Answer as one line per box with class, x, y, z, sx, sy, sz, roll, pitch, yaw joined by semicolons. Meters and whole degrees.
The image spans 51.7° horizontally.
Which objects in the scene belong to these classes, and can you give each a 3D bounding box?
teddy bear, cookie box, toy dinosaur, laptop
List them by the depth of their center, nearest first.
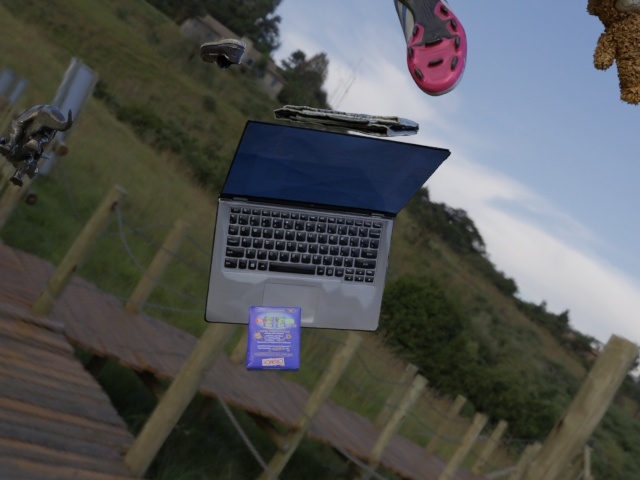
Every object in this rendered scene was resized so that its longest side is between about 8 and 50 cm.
cookie box;-0.080;0.170;1.139;0.091;0.107;0.040;2;-21;-1
laptop;0.000;0.000;1.270;0.381;0.408;0.236;6;7;-17
toy dinosaur;-0.596;-0.216;1.352;0.121;0.313;0.160;30;46;-23
teddy bear;0.833;-0.526;1.735;0.245;0.338;0.113;-3;9;22

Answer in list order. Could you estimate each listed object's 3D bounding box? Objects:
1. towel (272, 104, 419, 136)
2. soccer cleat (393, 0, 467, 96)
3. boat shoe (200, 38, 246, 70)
towel;0.077;-0.316;1.708;0.312;0.056;0.324;13;14;18
soccer cleat;0.219;-0.392;1.275;0.143;0.115;0.332;47;31;-56
boat shoe;-0.274;-0.498;1.796;0.075;0.065;0.206;8;0;-37
